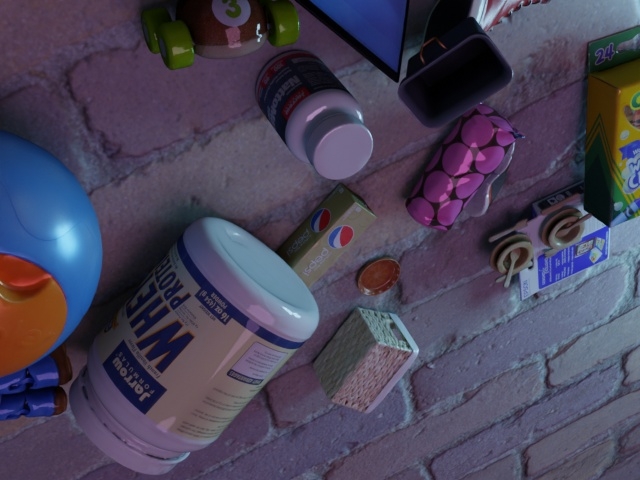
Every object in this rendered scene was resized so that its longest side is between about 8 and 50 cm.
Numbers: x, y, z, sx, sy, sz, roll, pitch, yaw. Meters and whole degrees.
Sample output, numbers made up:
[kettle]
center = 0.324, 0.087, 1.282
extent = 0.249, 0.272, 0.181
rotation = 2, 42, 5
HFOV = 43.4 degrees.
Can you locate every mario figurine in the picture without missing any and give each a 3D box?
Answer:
[mario figurine]
center = -0.528, 0.197, 1.132
extent = 0.320, 0.170, 0.198
rotation = -6, 93, -39

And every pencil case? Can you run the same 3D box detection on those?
[pencil case]
center = 0.228, -0.112, 1.284
extent = 0.098, 0.095, 0.209
rotation = 17, 120, -38

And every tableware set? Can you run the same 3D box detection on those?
[tableware set]
center = 0.399, 0.008, 1.456
extent = 0.194, 0.039, 0.128
rotation = -26, 134, -5

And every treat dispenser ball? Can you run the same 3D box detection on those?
[treat dispenser ball]
center = -0.394, 0.015, 0.902
extent = 0.288, 0.288, 0.288
rotation = -15, 133, -17

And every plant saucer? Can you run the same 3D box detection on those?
[plant saucer]
center = 0.101, 0.062, 1.414
extent = 0.083, 0.013, 0.083
rotation = -15, 132, -18

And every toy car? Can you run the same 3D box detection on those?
[toy car]
center = -0.124, -0.307, 0.898
extent = 0.155, 0.149, 0.188
rotation = -17, 121, -19

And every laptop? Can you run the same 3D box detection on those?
[laptop]
center = 0.091, -0.371, 0.952
extent = 0.264, 0.136, 0.234
rotation = -44, 135, 19

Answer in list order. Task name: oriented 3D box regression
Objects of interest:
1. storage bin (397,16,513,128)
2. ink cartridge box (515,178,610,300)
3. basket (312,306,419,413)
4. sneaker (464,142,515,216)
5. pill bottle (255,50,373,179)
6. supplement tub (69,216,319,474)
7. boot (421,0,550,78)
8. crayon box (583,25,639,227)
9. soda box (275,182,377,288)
[storage bin]
center = 0.166, -0.227, 1.039
extent = 0.135, 0.091, 0.098
rotation = -32, 121, 26
[ink cartridge box]
center = 0.455, -0.004, 1.532
extent = 0.208, 0.045, 0.206
rotation = -25, 133, -9
[basket]
center = 0.077, 0.215, 1.463
extent = 0.103, 0.113, 0.167
rotation = 22, 114, -35
[sneaker]
center = 0.286, -0.116, 1.350
extent = 0.065, 0.061, 0.158
rotation = -24, 143, -49
[pill bottle]
center = -0.006, -0.161, 1.045
extent = 0.108, 0.180, 0.108
rotation = -15, 132, -18
[supplement tub]
center = -0.185, 0.153, 1.165
extent = 0.325, 0.235, 0.235
rotation = -49, 134, 11
[boot]
center = 0.252, -0.319, 1.127
extent = 0.176, 0.088, 0.244
rotation = 4, 121, -34
[crayon box]
center = 0.556, -0.200, 1.366
extent = 0.203, 0.083, 0.323
rotation = -20, 125, -13
[soda box]
center = 0.000, 0.000, 1.274
extent = 0.181, 0.058, 0.061
rotation = -47, 134, 12
